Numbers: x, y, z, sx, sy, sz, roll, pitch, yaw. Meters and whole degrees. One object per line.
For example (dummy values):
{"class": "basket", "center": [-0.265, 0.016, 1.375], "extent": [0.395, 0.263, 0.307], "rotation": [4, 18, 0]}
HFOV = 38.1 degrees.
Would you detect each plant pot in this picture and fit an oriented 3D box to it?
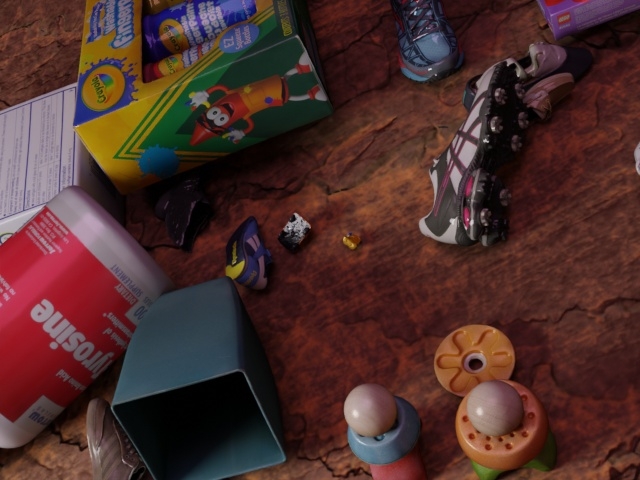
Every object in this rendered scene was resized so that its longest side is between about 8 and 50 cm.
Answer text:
{"class": "plant pot", "center": [-0.148, 0.164, 1.195], "extent": [0.165, 0.165, 0.234], "rotation": [-16, 35, 7]}

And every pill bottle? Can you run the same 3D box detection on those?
{"class": "pill bottle", "center": [-0.417, 0.136, 1.295], "extent": [0.407, 0.229, 0.229], "rotation": [-45, 52, -10]}

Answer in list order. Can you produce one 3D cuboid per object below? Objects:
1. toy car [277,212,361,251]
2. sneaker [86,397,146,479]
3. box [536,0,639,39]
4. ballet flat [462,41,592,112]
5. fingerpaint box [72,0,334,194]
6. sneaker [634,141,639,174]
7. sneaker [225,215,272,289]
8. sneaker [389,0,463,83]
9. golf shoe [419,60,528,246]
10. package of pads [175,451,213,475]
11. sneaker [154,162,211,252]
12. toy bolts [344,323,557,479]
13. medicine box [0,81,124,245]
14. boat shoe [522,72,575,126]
{"class": "toy car", "center": [0.000, 0.000, 1.353], "extent": [0.122, 0.060, 0.040], "rotation": [24, 23, 17]}
{"class": "sneaker", "center": [-0.268, 0.295, 1.237], "extent": [0.071, 0.066, 0.188], "rotation": [-11, 56, -5]}
{"class": "box", "center": [0.465, -0.439, 1.415], "extent": [0.293, 0.057, 0.201], "rotation": [-19, 51, 11]}
{"class": "ballet flat", "center": [0.304, -0.248, 1.367], "extent": [0.203, 0.074, 0.074], "rotation": [-23, 51, 6]}
{"class": "fingerpaint box", "center": [-0.202, -0.329, 1.544], "extent": [0.371, 0.163, 0.445], "rotation": [-20, 43, 9]}
{"class": "sneaker", "center": [0.462, -0.077, 1.173], "extent": [0.129, 0.111, 0.297], "rotation": [-4, 50, 40]}
{"class": "sneaker", "center": [-0.104, 0.020, 1.364], "extent": [0.053, 0.059, 0.144], "rotation": [-45, 26, 29]}
{"class": "sneaker", "center": [0.150, -0.361, 1.477], "extent": [0.104, 0.125, 0.262], "rotation": [-21, 51, 9]}
{"class": "golf shoe", "center": [0.208, -0.124, 1.280], "extent": [0.120, 0.105, 0.273], "rotation": [0, 66, 42]}
{"class": "package of pads", "center": [-0.166, 0.314, 1.188], "extent": [0.050, 0.032, 0.083], "rotation": [-2, 56, 25]}
{"class": "sneaker", "center": [-0.199, -0.068, 1.468], "extent": [0.089, 0.051, 0.170], "rotation": [21, 71, 33]}
{"class": "toy bolts", "center": [0.135, 0.178, 1.074], "extent": [0.228, 0.158, 0.218], "rotation": [-17, 51, 11]}
{"class": "medicine box", "center": [-0.487, -0.084, 1.535], "extent": [0.289, 0.149, 0.263], "rotation": [-19, 51, 10]}
{"class": "boat shoe", "center": [0.312, -0.191, 1.340], "extent": [0.135, 0.050, 0.045], "rotation": [-32, 53, 12]}
